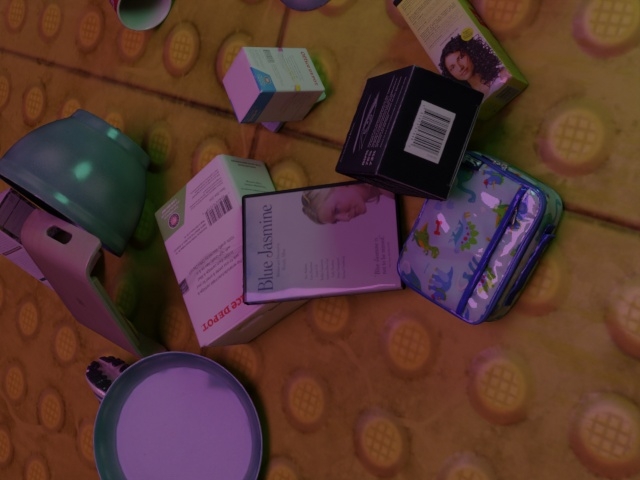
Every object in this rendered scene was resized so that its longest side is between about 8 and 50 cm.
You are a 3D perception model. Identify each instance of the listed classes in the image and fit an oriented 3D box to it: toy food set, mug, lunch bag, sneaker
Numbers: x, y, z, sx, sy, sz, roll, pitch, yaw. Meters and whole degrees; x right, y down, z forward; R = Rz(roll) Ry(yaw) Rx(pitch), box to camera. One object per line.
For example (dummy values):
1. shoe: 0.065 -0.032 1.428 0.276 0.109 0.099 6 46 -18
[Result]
1. toy food set: -0.418 0.086 1.561 0.220 0.306 0.092 21 56 38
2. mug: -0.378 -0.526 1.649 0.169 0.113 0.150 53 132 34
3. lunch bag: 0.218 -0.004 1.141 0.176 0.090 0.218 37 111 32
4. sneaker: -0.349 0.334 1.595 0.275 0.107 0.109 39 141 29

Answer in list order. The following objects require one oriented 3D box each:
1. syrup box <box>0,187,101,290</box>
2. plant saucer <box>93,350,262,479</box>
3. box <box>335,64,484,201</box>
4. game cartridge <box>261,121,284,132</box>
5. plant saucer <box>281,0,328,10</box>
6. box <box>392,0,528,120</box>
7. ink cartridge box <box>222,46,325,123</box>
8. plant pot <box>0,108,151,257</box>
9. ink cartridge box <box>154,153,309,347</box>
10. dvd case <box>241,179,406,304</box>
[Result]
1. syrup box: -0.579 0.007 1.691 0.096 0.237 0.093 -17 42 41
2. plant saucer: -0.248 0.354 1.462 0.318 0.044 0.317 -1 85 14
3. box: 0.116 -0.146 1.147 0.207 0.108 0.153 -153 82 -75
4. game cartridge: -0.089 -0.230 1.454 0.056 0.017 0.083 -49 59 22
5. plant saucer: -0.025 -0.491 1.404 0.195 0.037 0.194 -4 84 39
6. box: 0.199 -0.288 1.194 0.087 0.058 0.232 -43 61 29
7. ink cartridge box: -0.070 -0.256 1.368 0.090 0.143 0.092 -46 59 48
8. plant pot: -0.453 -0.128 1.604 0.293 0.293 0.196 25 75 38
9. ink cartridge box: -0.150 0.022 1.422 0.198 0.115 0.272 -37 66 32
10. dvd case: 0.000 0.000 1.278 0.253 0.022 0.180 -7 73 13
